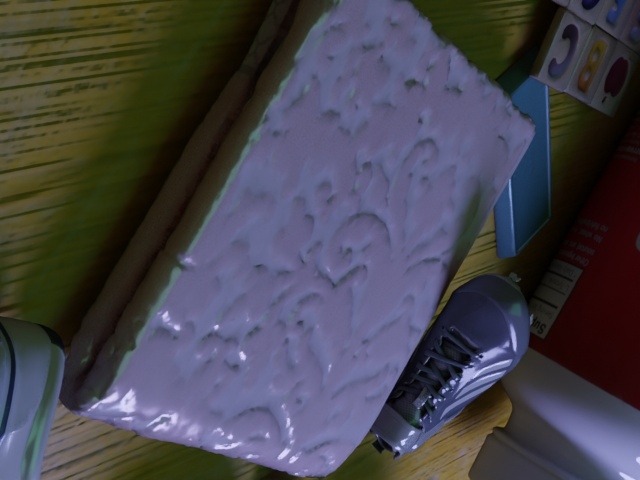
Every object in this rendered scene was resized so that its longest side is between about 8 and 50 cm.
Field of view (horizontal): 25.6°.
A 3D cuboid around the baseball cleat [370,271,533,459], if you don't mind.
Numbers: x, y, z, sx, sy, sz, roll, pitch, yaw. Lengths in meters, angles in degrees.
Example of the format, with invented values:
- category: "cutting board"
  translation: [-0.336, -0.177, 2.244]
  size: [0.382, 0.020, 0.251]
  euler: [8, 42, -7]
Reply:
- category: "baseball cleat"
  translation: [0.093, 0.108, 1.075]
  size: [0.109, 0.072, 0.206]
  euler: [-41, 164, -35]

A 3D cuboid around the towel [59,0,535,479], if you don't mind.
- category: "towel"
  translation: [0.000, 0.000, 0.928]
  size: [0.317, 0.053, 0.332]
  euler: [-61, 148, -1]

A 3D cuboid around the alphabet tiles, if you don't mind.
- category: "alphabet tiles"
  translation: [0.269, -0.269, 1.105]
  size: [0.285, 0.011, 0.343]
  euler: [11, 104, -59]

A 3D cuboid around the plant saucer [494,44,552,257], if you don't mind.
- category: "plant saucer"
  translation: [0.164, -0.065, 1.135]
  size: [0.067, 0.018, 0.192]
  euler: [-43, 145, -26]

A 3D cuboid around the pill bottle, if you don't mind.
- category: "pill bottle"
  translation: [0.303, 0.076, 1.242]
  size: [0.408, 0.229, 0.229]
  euler: [-61, 148, 1]

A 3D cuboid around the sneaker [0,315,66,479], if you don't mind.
- category: "sneaker"
  translation: [-0.196, 0.160, 0.744]
  size: [0.091, 0.094, 0.258]
  euler: [9, 107, -51]
